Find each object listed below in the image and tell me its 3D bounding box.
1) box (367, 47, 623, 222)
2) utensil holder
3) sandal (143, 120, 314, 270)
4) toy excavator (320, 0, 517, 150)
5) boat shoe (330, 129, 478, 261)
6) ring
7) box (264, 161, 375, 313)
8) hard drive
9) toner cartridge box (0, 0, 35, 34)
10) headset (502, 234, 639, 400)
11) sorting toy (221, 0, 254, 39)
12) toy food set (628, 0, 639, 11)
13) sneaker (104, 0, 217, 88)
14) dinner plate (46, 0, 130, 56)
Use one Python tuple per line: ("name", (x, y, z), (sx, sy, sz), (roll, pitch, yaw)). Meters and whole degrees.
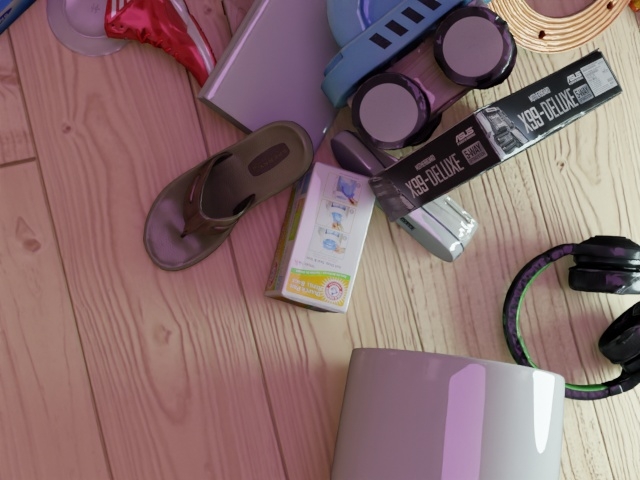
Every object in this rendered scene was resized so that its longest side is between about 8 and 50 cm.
("box", (0.250, -0.149, 1.445), (0.307, 0.242, 0.076), (-29, 89, -37))
("utensil holder", (0.162, 0.359, 1.390), (0.327, 0.327, 0.385), (9, 80, -9))
("sandal", (-0.146, -0.070, 1.468), (0.303, 0.086, 0.120), (-39, 92, 15))
("toy excavator", (0.126, -0.406, 1.433), (0.433, 0.222, 0.445), (-37, 89, 15))
("boat shoe", (0.133, -0.085, 1.548), (0.267, 0.096, 0.088), (42, 75, -4))
("ring", (0.386, -0.460, 1.583), (0.336, 0.032, 0.336), (-12, 120, -23))
("box", (0.000, 0.000, 1.501), (0.103, 0.114, 0.203), (17, 81, -15))
("hard drive", (-0.027, -0.289, 1.529), (0.203, 0.040, 0.307), (34, 80, -30))
("toner cartridge box", (-0.459, -0.447, 1.497), (0.165, 0.075, 0.348), (41, 79, -2))
("headset", (0.475, 0.093, 1.539), (0.394, 0.185, 0.243), (-24, 89, 0))
("sorting toy", (-0.081, -0.327, 1.549), (0.132, 0.046, 0.274), (-19, 105, -22))
("toy food set", (0.631, -0.359, 1.679), (0.232, 0.104, 0.111), (13, 67, -26))
("sneaker", (-0.245, -0.299, 1.517), (0.128, 0.087, 0.221), (-28, 83, -8))
("dinner plate", (-0.344, -0.350, 1.536), (0.141, 0.017, 0.141), (1, 84, -11))
